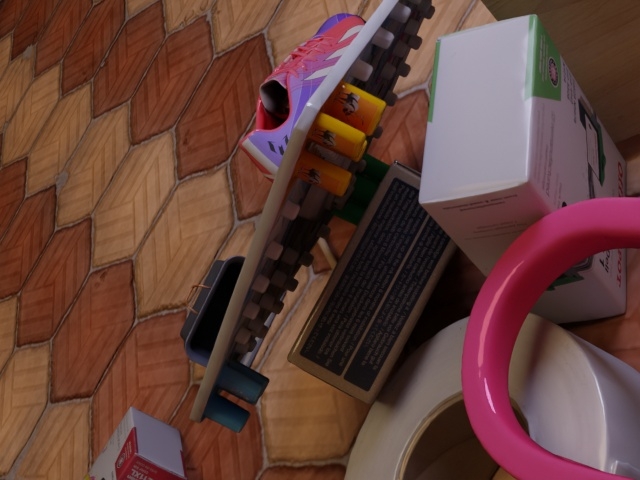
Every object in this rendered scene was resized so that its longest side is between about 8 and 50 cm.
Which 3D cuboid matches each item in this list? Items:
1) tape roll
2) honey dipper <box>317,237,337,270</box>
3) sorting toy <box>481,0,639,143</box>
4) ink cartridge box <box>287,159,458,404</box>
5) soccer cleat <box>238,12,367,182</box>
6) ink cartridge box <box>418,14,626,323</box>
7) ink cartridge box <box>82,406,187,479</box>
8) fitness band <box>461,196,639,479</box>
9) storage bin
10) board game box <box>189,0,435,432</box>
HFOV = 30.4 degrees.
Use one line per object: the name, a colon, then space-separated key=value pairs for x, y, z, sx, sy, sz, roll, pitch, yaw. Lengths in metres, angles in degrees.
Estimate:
tape roll: x=0.143 y=0.201 z=0.922 sx=0.286 sy=0.100 sz=0.286 roll=-35 pitch=40 yaw=36
honey dipper: x=0.000 y=0.000 z=1.348 sx=0.030 sy=0.030 sz=0.160 roll=-51 pitch=35 yaw=17
sorting toy: x=0.268 y=-0.235 z=0.942 sx=0.257 sy=0.255 sz=0.089 roll=-25 pitch=28 yaw=39
ink cartridge box: x=0.056 y=0.038 z=1.082 sx=0.193 sy=0.088 sz=0.235 roll=-61 pitch=-3 yaw=0
soccer cleat: x=-0.013 y=-0.185 z=1.401 sx=0.109 sy=0.116 sz=0.318 roll=-35 pitch=29 yaw=40
ink cartridge box: x=0.172 y=-0.049 z=0.952 sx=0.093 sy=0.219 sz=0.160 roll=-10 pitch=57 yaw=31
ink cartridge box: x=-0.236 y=0.306 z=1.388 sx=0.175 sy=0.072 sz=0.127 roll=-56 pitch=20 yaw=8
fitness band: x=0.205 y=0.074 z=0.761 sx=0.291 sy=0.054 sz=0.208 roll=7 pitch=79 yaw=55
storage bin: x=-0.119 y=0.083 z=1.404 sx=0.135 sy=0.098 sz=0.091 roll=-65 pitch=21 yaw=-5
board game box: x=0.026 y=-0.064 z=1.063 sx=0.390 sy=0.050 sz=0.390 roll=-57 pitch=-7 yaw=-45
